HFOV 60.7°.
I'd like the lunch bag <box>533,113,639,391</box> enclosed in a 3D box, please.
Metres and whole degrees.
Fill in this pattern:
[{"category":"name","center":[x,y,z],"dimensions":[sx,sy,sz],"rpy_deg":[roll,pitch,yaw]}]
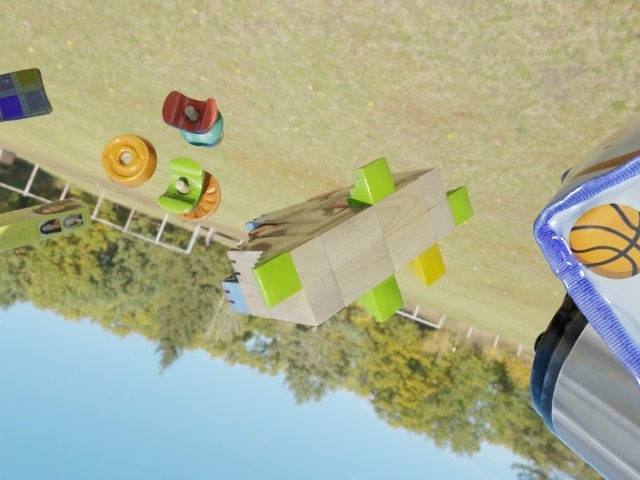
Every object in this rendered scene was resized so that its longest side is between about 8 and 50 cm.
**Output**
[{"category":"lunch bag","center":[0.381,-0.062,0.392],"dimensions":[0.239,0.385,0.328],"rpy_deg":[59,-150,3]}]

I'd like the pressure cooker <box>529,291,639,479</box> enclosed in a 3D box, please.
[{"category":"pressure cooker","center":[0.534,0.210,0.820],"dimensions":[0.375,0.370,0.420],"rpy_deg":[39,180,-36]}]

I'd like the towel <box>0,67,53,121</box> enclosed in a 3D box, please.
[{"category":"towel","center":[-0.391,-0.184,0.697],"dimensions":[0.083,0.060,0.009],"rpy_deg":[-14,-169,-11]}]

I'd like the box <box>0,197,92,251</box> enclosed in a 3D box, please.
[{"category":"box","center":[-0.642,-0.035,1.215],"dimensions":[0.087,0.058,0.232],"rpy_deg":[22,-147,40]}]

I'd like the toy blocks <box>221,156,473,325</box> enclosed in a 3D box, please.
[{"category":"toy blocks","center":[0.000,0.000,0.798],"dimensions":[0.381,0.190,0.261],"rpy_deg":[-30,-162,-36]}]

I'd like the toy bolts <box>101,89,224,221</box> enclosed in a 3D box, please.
[{"category":"toy bolts","center":[-0.275,-0.165,1.059],"dimensions":[0.218,0.228,0.158],"rpy_deg":[19,175,8]}]
